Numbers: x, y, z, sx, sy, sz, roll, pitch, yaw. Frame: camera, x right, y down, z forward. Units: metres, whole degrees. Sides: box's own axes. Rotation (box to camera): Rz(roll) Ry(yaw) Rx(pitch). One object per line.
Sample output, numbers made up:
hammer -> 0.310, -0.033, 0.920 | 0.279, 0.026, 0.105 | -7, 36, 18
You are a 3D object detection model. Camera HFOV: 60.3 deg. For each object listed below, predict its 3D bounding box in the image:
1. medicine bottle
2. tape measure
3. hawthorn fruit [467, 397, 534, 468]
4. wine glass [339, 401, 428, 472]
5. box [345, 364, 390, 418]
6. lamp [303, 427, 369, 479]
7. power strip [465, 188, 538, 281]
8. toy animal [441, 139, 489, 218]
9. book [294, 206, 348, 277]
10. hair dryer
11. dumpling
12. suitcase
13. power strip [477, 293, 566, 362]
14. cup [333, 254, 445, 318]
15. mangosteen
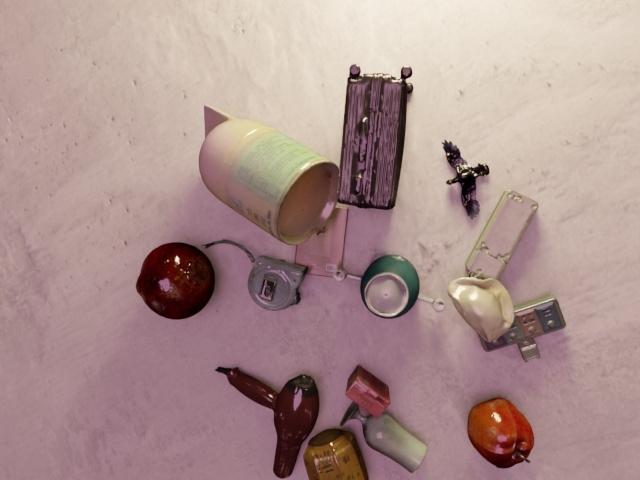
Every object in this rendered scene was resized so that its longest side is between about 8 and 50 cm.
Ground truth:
medicine bottle -> -0.168, -0.182, 1.425 | 0.406, 0.235, 0.236 | 32, 101, 29
tape measure -> -0.207, 0.097, 1.550 | 0.330, 0.084, 0.164 | 14, 101, 11
hawthorn fruit -> 0.467, 0.501, 1.398 | 0.157, 0.194, 0.157 | -6, 113, -16
wine glass -> 0.175, 0.529, 1.505 | 0.231, 0.103, 0.103 | 34, 101, 2
box -> 0.126, 0.402, 1.476 | 0.111, 0.156, 0.060 | 37, 94, 5
lamp -> 0.044, 0.626, 1.515 | 0.161, 0.161, 0.185 | -16, 92, 12
power strip -> 0.454, 0.012, 1.425 | 0.093, 0.053, 0.288 | 27, 101, 6
toy animal -> 0.379, -0.167, 1.428 | 0.108, 0.062, 0.220 | -23, 91, 31
book -> 0.000, 0.000, 1.535 | 0.138, 0.016, 0.199 | 8, 97, 11
hair dryer -> -0.176, 0.482, 1.589 | 0.340, 0.123, 0.313 | 24, 110, 19
dumpling -> 0.412, 0.154, 1.386 | 0.134, 0.100, 0.169 | -39, 64, -4
suitcase -> 0.140, -0.245, 1.375 | 0.152, 0.229, 0.335 | 6, 96, 10
power strip -> 0.524, 0.240, 1.435 | 0.215, 0.061, 0.145 | -20, 98, 13
cup -> 0.177, 0.127, 1.431 | 0.299, 0.173, 0.168 | 16, 97, 10
mangosteen -> -0.419, 0.120, 1.551 | 0.257, 0.215, 0.215 | -21, 91, 44
